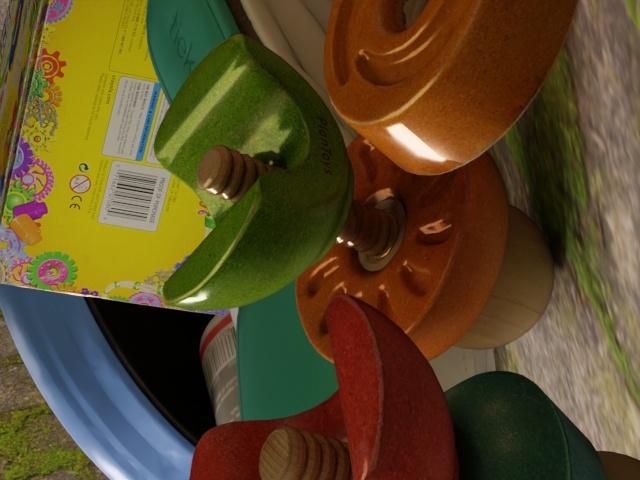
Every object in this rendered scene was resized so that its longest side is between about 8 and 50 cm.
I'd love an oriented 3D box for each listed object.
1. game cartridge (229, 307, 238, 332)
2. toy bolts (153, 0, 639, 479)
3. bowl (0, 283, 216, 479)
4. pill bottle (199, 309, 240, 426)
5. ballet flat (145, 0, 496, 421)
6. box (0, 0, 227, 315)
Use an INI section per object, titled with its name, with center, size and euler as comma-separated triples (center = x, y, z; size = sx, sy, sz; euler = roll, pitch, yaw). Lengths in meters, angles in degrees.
[game cartridge]
center = 0.015, 0.121, 1.212
size = 0.294, 0.060, 0.196
euler = 50, 157, 40
[toy bolts]
center = 0.060, 0.017, 0.530
size = 0.218, 0.158, 0.228
euler = -43, 39, 39
[bowl]
center = -0.158, 0.093, 1.564
size = 0.391, 0.077, 0.391
euler = 50, -162, -22
[pill bottle]
center = -0.002, 0.190, 1.410
size = 0.161, 0.161, 0.283
euler = 81, 173, -54
[ballet flat]
center = 0.017, -0.003, 0.769
size = 0.139, 0.139, 0.400
euler = 81, 173, -53
[box]
center = -0.133, -0.148, 1.172
size = 0.279, 0.177, 0.290
euler = -111, 34, -58
